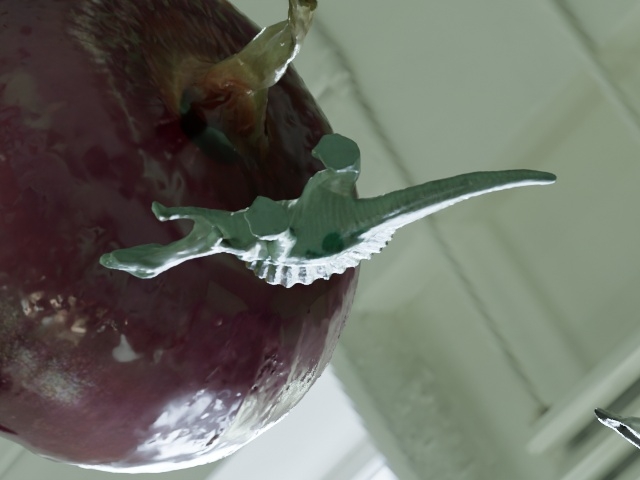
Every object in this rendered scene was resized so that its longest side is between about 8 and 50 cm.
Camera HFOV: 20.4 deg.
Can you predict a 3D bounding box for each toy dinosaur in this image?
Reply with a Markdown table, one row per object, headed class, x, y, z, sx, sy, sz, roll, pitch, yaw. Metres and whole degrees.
| class | x | y | z | sx | sy | sz | roll | pitch | yaw |
| --- | --- | --- | --- | --- | --- | --- | --- | --- | --- |
| toy dinosaur | 0.000 | -0.003 | 0.792 | 0.187 | 0.106 | 0.044 | -7 | -114 | -17 |

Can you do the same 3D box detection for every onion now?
| class | x | y | z | sx | sy | sz | roll | pitch | yaw |
| --- | --- | --- | --- | --- | --- | --- | --- | --- | --- |
| onion | -0.114 | -0.024 | 1.142 | 0.358 | 0.345 | 0.358 | 4 | -95 | -55 |

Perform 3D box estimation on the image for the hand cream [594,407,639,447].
| class | x | y | z | sx | sy | sz | roll | pitch | yaw |
| --- | --- | --- | --- | --- | --- | --- | --- | --- | --- |
| hand cream | 0.226 | 0.113 | 0.595 | 0.121 | 0.076 | 0.336 | 35 | 171 | -23 |
